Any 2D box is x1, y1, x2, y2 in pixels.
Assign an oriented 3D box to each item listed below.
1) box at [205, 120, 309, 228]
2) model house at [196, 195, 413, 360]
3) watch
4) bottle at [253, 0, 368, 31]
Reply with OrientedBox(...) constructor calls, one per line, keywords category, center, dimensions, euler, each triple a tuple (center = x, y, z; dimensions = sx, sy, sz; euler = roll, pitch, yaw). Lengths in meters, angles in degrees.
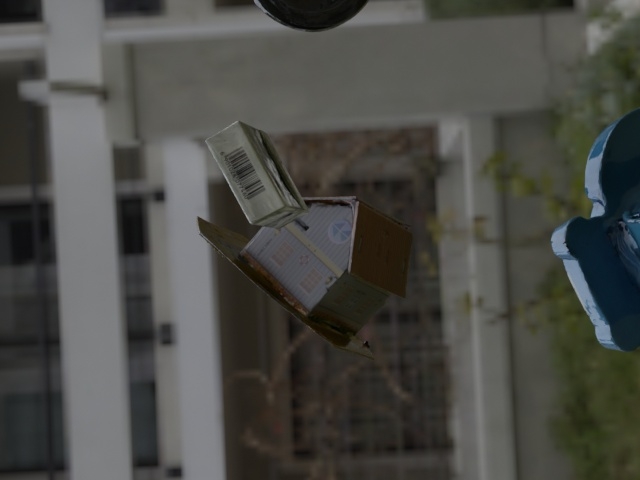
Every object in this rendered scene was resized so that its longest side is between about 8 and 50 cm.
OrientedBox(category="box", center=(-0.033, -0.035, 1.029), dimensions=(0.054, 0.024, 0.083), euler=(59, -173, 6))
OrientedBox(category="model house", center=(0.000, 0.000, 1.901), dimensions=(0.207, 0.136, 0.219), euler=(44, -173, 27))
OrientedBox(category="watch", center=(0.307, -0.009, 1.433), dimensions=(0.193, 0.211, 0.211), euler=(-19, 69, 54))
OrientedBox(category="bottle", center=(-0.012, -0.309, 1.862), dimensions=(0.271, 0.156, 0.143), euler=(-103, 37, -66))
